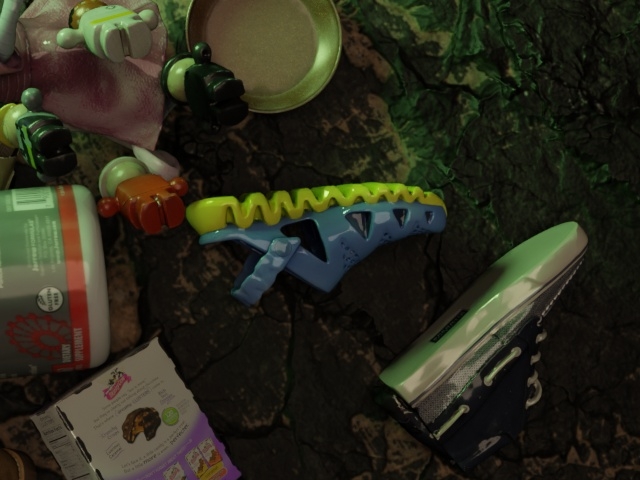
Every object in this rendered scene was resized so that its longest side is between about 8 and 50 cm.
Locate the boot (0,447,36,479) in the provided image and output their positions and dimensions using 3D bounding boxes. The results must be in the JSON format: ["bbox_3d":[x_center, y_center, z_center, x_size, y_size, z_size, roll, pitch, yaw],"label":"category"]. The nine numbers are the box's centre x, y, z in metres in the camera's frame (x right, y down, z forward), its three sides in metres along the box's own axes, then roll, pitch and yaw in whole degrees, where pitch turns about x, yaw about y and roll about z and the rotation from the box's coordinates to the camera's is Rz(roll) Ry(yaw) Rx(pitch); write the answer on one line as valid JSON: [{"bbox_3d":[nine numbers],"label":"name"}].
[{"bbox_3d":[-0.415,0.371,1.370,0.112,0.115,0.305,7,77,31],"label":"boot"}]

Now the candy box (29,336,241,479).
[{"bbox_3d":[-0.211,0.237,1.440,0.165,0.070,0.196,-33,94,-42],"label":"candy box"}]

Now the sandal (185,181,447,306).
[{"bbox_3d":[0.000,0.000,1.526,0.317,0.126,0.138,-7,91,-6],"label":"sandal"}]

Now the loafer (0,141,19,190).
[{"bbox_3d":[-0.386,-0.089,1.467,0.056,0.050,0.148,17,80,-10],"label":"loafer"}]

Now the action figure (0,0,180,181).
[{"bbox_3d":[-0.357,-0.199,1.411,0.370,0.248,0.275,-12,115,-28],"label":"action figure"}]

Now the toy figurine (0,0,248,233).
[{"bbox_3d":[-0.206,-0.134,1.301,0.209,0.148,0.213,28,94,-34],"label":"toy figurine"}]

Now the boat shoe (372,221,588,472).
[{"bbox_3d":[0.235,0.137,1.574,0.340,0.127,0.158,-41,102,-6],"label":"boat shoe"}]

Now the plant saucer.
[{"bbox_3d":[-0.072,-0.254,1.565,0.199,0.036,0.198,1,85,-13],"label":"plant saucer"}]

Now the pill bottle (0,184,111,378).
[{"bbox_3d":[-0.422,0.056,1.365,0.363,0.210,0.210,-6,87,-13],"label":"pill bottle"}]
